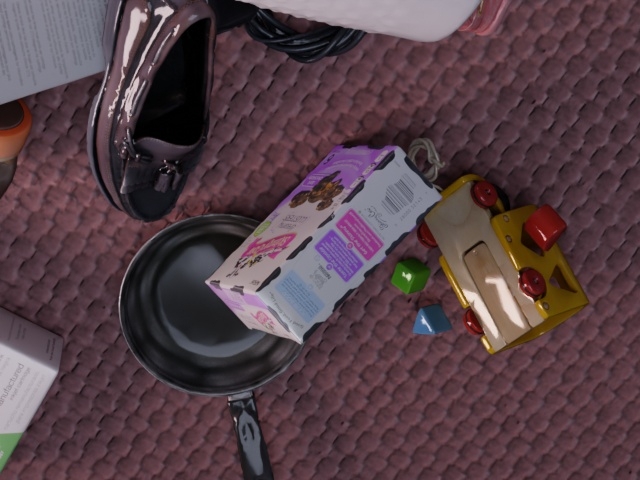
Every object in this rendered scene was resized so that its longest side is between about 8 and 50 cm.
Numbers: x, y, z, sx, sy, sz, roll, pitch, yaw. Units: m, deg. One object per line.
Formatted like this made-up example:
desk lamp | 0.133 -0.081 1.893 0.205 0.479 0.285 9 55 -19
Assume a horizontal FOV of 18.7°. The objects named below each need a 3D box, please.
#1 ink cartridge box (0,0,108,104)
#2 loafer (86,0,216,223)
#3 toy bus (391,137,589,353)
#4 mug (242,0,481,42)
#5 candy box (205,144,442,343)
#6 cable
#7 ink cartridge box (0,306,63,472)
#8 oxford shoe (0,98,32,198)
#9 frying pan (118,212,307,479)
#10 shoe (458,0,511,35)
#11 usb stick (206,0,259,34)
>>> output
ink cartridge box | -0.244 -0.237 1.788 0.371 0.069 0.176 -21 112 -28
loafer | -0.149 -0.122 1.808 0.109 0.095 0.302 -25 141 -30
toy bus | 0.180 0.008 1.929 0.104 0.191 0.202 -15 118 -45
mug | -0.031 -0.375 1.677 0.328 0.374 0.276 9 151 -21
candy box | 0.000 0.000 1.850 0.196 0.165 0.070 -46 107 -12
cable | 0.002 -0.255 1.854 0.184 0.047 0.150 -32 109 6
ink cartridge box | -0.390 0.128 1.938 0.219 0.092 0.160 27 105 -13
oxford shoe | -0.462 -0.119 1.833 0.363 0.130 0.133 22 124 -2
frying pan | -0.068 0.112 1.977 0.197 0.053 0.326 -33 110 7
shoe | 0.147 -0.285 1.853 0.081 0.063 0.178 10 88 -44
usb stick | -0.122 -0.323 1.789 0.077 0.045 0.278 -28 112 -31
